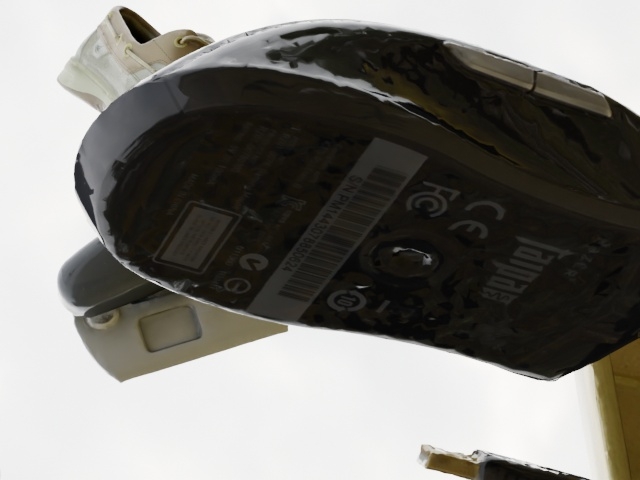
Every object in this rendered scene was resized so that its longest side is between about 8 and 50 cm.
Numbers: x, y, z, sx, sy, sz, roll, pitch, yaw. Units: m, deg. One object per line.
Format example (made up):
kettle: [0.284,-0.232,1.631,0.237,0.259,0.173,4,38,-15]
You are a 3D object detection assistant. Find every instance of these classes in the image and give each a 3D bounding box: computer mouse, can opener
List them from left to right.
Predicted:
can opener: [0.000,0.000,0.916,0.283,0.095,0.076,-17,-106,-8]
computer mouse: [0.049,0.013,0.506,0.262,0.184,0.060,12,-127,-14]

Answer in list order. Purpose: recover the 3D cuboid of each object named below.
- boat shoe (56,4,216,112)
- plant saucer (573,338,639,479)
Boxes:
boat shoe: [-0.054,-0.058,0.641,0.050,0.135,0.045,24,-86,-44]
plant saucer: [0.245,0.168,0.718,0.333,0.081,0.333,14,-130,-21]
